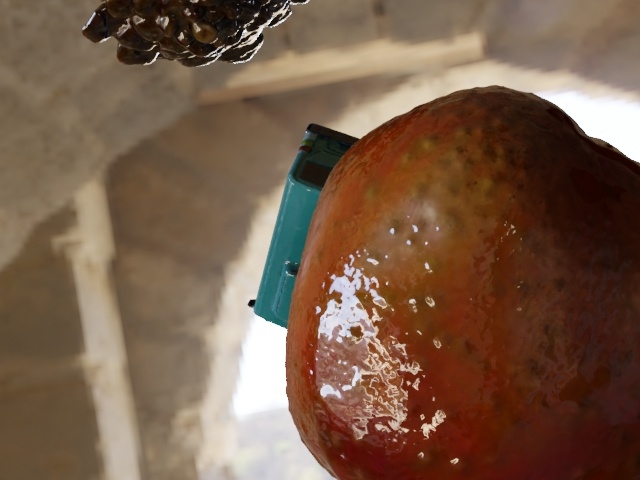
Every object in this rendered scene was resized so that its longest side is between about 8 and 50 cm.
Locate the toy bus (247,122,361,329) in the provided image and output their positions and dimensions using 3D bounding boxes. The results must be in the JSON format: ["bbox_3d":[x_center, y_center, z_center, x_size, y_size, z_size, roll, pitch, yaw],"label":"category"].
[{"bbox_3d":[0.000,0.000,1.519,0.079,0.092,0.160,19,-49,4],"label":"toy bus"}]

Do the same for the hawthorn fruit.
[{"bbox_3d":[0.104,0.063,1.179,0.275,0.299,0.275,21,6,-2],"label":"hawthorn fruit"}]

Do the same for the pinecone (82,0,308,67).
[{"bbox_3d":[-0.101,-0.255,1.624,0.229,0.201,0.202,-22,-4,10],"label":"pinecone"}]
